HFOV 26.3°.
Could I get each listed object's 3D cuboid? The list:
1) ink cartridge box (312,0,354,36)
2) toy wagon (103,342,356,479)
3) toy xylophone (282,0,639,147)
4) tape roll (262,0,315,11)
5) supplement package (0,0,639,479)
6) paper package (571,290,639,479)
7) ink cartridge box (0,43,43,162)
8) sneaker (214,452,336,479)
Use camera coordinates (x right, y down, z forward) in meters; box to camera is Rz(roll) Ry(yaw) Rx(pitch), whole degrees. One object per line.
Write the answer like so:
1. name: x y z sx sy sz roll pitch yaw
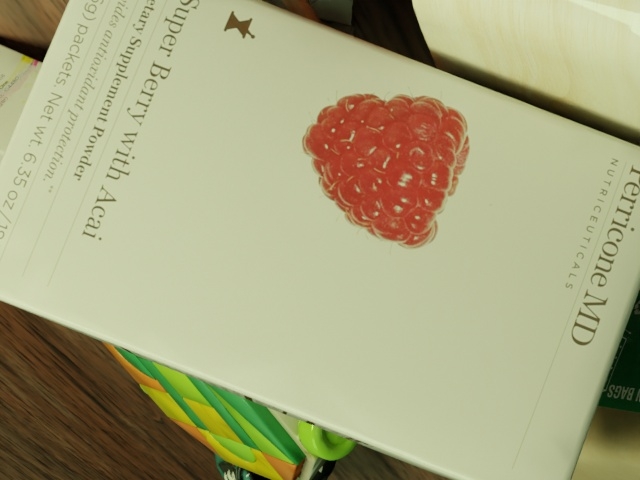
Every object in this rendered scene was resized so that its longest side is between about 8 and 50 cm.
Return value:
1. ink cartridge box: -0.038 -0.099 0.886 0.104 0.060 0.180 16 152 6
2. toy wagon: -0.121 0.072 1.152 0.267 0.068 0.344 9 143 50
3. toy xylophone: 0.100 -0.105 0.677 0.236 0.081 0.322 20 171 9
4. tape roll: -0.081 -0.206 0.709 0.219 0.072 0.219 14 151 8
5. supplement package: 0.000 0.000 0.695 0.293 0.177 0.175 21 173 1
6. paper package: 0.291 0.133 0.928 0.309 0.168 0.325 32 165 -24
7. ink cartridge box: -0.207 -0.067 0.983 0.231 0.078 0.134 25 158 31
8. sneaker: -0.055 0.228 1.417 0.108 0.121 0.302 23 152 -9
